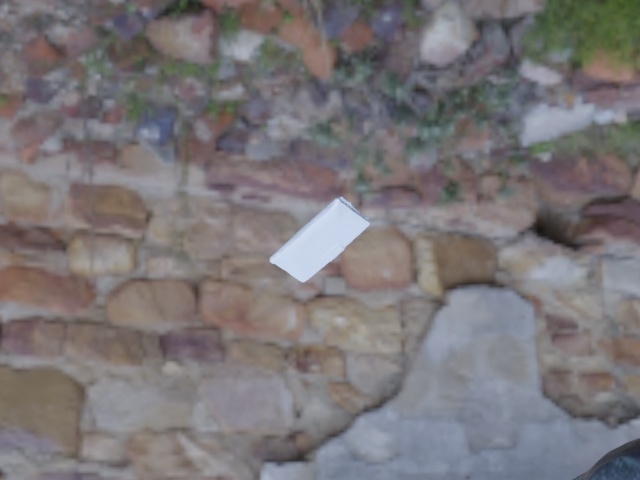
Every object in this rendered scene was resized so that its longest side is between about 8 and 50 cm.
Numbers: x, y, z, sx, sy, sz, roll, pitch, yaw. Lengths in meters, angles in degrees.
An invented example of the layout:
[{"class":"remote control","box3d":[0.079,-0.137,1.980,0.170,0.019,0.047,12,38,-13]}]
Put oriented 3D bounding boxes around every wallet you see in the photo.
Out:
[{"class":"wallet","box3d":[0.000,0.000,1.080,0.083,0.011,0.044,-41,127,17]}]

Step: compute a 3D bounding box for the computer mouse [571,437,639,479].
[{"class":"computer mouse","box3d":[0.318,0.291,0.960,0.203,0.114,0.374,-27,119,30]}]
